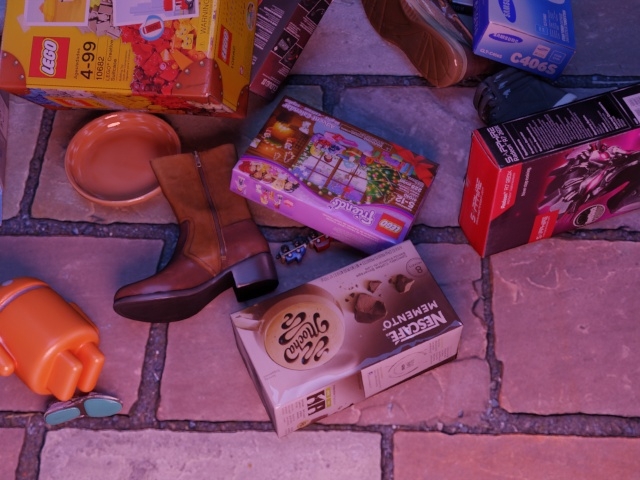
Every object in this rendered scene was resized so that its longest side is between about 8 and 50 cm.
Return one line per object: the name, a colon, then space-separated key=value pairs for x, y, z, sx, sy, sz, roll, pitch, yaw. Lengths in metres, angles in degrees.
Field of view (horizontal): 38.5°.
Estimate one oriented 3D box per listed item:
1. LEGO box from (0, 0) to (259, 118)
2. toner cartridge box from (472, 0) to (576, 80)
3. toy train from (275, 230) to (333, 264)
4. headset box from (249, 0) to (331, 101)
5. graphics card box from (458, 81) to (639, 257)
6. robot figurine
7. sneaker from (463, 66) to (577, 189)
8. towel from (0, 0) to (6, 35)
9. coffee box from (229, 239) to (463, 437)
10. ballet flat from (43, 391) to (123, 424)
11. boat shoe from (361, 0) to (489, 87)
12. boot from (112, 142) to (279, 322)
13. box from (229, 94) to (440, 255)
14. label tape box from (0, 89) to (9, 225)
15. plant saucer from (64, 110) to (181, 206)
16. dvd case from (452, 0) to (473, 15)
LEGO box: x=-0.299 y=-0.470 z=1.522 sx=0.372 sy=0.193 sz=0.500 roll=4 pitch=86 yaw=13
toner cartridge box: x=0.369 y=-0.450 z=1.682 sx=0.165 sy=0.075 sz=0.348 roll=15 pitch=48 yaw=-8
toy train: x=0.000 y=0.000 z=1.493 sx=0.158 sy=0.027 sz=0.036 roll=-26 pitch=72 yaw=-15
headset box: x=-0.129 y=-0.406 z=1.638 sx=0.218 sy=0.110 sz=0.293 roll=35 pitch=98 yaw=20
graphics card box: x=0.411 y=-0.117 z=1.437 sx=0.371 sy=0.233 sz=0.094 roll=-17 pitch=55 yaw=-10
robot figurine: x=-0.417 y=0.139 z=1.351 sx=0.219 sy=0.128 sz=0.158 roll=38 pitch=67 yaw=23
sneaker: x=0.299 y=-0.189 z=1.565 sx=0.147 sy=0.104 sz=0.296 roll=36 pitch=59 yaw=23
towel: x=-0.682 y=-0.418 z=1.672 sx=0.332 sy=0.053 sz=0.317 roll=-31 pitch=44 yaw=-30
coffee box: x=0.039 y=0.142 z=1.347 sx=0.297 sy=0.119 sz=0.168 roll=-22 pitch=59 yaw=-12
ballet flat: x=-0.347 y=0.240 z=1.342 sx=0.114 sy=0.041 sz=0.041 roll=-10 pitch=58 yaw=-6
boat shoe: x=0.192 y=-0.422 z=1.711 sx=0.123 sy=0.123 sz=0.342 roll=-17 pitch=55 yaw=-29
boot: x=-0.225 y=-0.024 z=1.454 sx=0.264 sy=0.096 sz=0.280 roll=-17 pitch=65 yaw=-11
box: x=0.027 y=-0.105 z=1.499 sx=0.293 sy=0.057 sz=0.201 roll=25 pitch=53 yaw=6
label tape box: x=-0.670 y=-0.175 z=1.566 sx=0.240 sy=0.106 sz=0.334 roll=-8 pitch=58 yaw=-4
plant saucer: x=-0.337 y=-0.137 z=1.577 sx=0.200 sy=0.037 sz=0.200 roll=0 pitch=58 yaw=0
dvd case: x=0.262 y=-0.555 z=1.834 sx=0.179 sy=0.029 sz=0.239 roll=14 pitch=59 yaw=10
